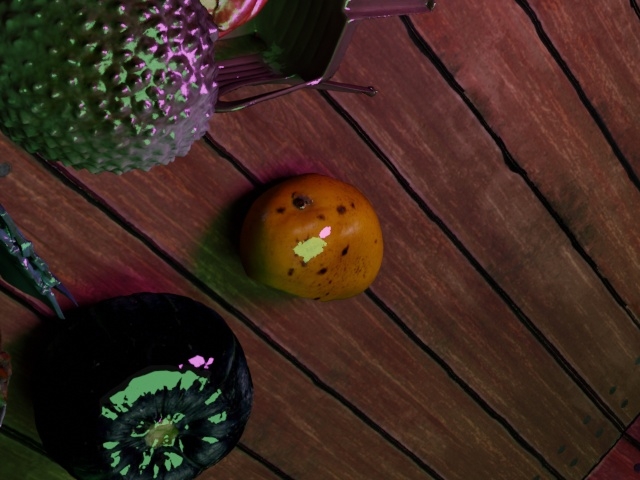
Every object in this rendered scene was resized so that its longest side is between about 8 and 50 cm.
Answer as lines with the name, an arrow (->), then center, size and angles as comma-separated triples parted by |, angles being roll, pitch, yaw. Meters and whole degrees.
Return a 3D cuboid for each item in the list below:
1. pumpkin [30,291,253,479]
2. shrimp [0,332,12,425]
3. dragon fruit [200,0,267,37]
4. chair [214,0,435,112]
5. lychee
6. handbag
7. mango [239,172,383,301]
pumpkin -> -0.252, 0.208, 2.197 | 0.315, 0.238, 0.315 | -10, 116, -21
shrimp -> -0.491, 0.174, 2.028 | 0.172, 0.137, 0.372 | 6, 113, -6
dragon fruit -> -0.164, -0.348, 1.891 | 0.317, 0.152, 0.205 | -37, 139, -15
chair -> -0.041, -0.281, 2.050 | 0.326, 0.175, 0.183 | -11, 137, -46
lychee -> -0.245, -0.202, 1.735 | 0.300, 0.300, 0.300 | -25, 135, -28
handbag -> -0.391, 0.000, 1.956 | 0.057, 0.144, 0.221 | -42, 141, -14
mango -> 0.000, 0.000, 2.332 | 0.290, 0.160, 0.191 | 27, 91, -55
